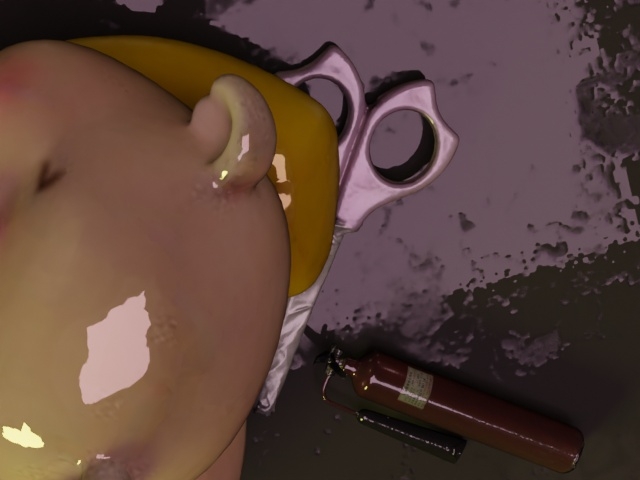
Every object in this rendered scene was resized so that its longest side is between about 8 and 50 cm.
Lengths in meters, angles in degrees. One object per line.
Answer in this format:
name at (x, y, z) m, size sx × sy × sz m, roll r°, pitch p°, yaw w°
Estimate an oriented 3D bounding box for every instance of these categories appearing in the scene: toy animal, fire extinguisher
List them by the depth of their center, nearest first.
toy animal at (-0.146, 0.052, 0.944) m, size 0.277 × 0.247 × 0.345 m, roll 21°, pitch 103°, yaw -10°
fire extinguisher at (0.068, 0.100, 1.103) m, size 0.173 × 0.035 × 0.049 m, roll 22°, pitch 139°, yaw -13°

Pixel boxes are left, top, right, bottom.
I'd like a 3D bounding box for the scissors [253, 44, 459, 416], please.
scissors at (0.000, 0.000, 1.068) m, size 0.110 × 0.021 × 0.212 m, roll 18°, pitch 102°, yaw -6°
